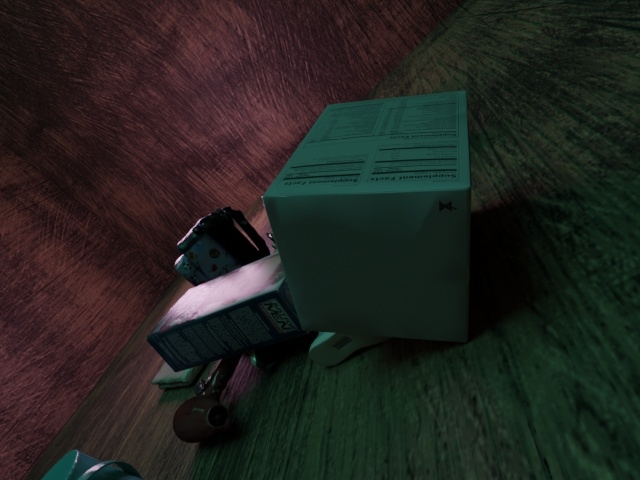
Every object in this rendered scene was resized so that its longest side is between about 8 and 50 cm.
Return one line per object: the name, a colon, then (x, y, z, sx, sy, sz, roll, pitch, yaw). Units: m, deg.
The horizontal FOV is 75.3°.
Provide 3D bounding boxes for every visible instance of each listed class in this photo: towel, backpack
towel: (-0.385, 0.344, 1.213, 0.282, 0.049, 0.187, -26, 27, 49)
backpack: (-0.275, 0.059, 1.224, 0.213, 0.263, 0.276, -50, 7, 15)

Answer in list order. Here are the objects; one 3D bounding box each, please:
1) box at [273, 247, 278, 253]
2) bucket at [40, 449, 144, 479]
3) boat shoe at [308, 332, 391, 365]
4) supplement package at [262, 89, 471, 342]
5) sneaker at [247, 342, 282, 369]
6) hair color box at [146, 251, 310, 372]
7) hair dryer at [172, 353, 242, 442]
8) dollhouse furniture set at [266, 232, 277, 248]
box: (0.000, 0.000, 0.942, 0.203, 0.103, 0.114, -47, 16, 0)
bucket: (-0.375, 0.474, 0.620, 0.281, 0.183, 0.281, -42, 18, 17)
boat shoe: (0.055, 0.121, 0.600, 0.184, 0.066, 0.063, -47, 14, 36)
supplement package: (0.084, -0.042, 0.526, 0.198, 0.199, 0.262, 0, 36, 18)
sneaker: (-0.118, 0.219, 0.834, 0.075, 0.057, 0.161, -61, 14, 17)
hair color box: (-0.161, 0.133, 0.823, 0.347, 0.105, 0.174, -22, 21, 28)
hair dryer: (-0.211, 0.275, 0.802, 0.223, 0.080, 0.293, -62, 17, 5)
dollhouse furniture set: (-0.066, -0.021, 1.116, 0.129, 0.129, 0.184, -50, 16, -10)
